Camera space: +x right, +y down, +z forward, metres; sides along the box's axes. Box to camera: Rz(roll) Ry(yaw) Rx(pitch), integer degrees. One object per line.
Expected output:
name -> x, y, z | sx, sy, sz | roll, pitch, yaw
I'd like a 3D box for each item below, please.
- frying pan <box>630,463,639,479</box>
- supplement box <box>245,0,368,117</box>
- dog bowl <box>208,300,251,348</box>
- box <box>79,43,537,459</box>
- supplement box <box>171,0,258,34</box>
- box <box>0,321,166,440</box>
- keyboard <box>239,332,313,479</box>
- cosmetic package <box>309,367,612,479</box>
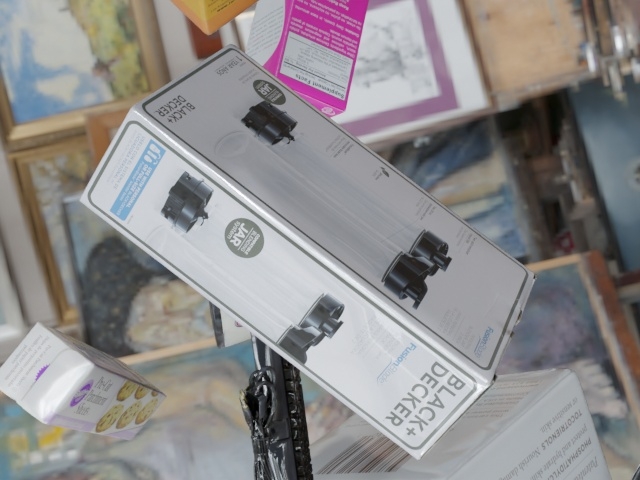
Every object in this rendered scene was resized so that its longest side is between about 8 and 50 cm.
frying pan -> 0.507, 0.280, 1.424 | 0.326, 0.197, 0.053 | -63, -2, -1
supplement box -> -0.019, -0.270, 1.476 | 0.111, 0.114, 0.220 | -12, 62, 58
dog bowl -> -0.118, -0.033, 1.872 | 0.408, 0.150, 0.408 | 174, 90, -86
box -> 0.000, 0.000, 0.806 | 0.087, 0.290, 0.169 | -54, -1, 31
supplement box -> -0.105, -0.293, 1.020 | 0.078, 0.080, 0.233 | 45, 162, 20
box -> -0.215, 0.139, 1.079 | 0.063, 0.067, 0.324 | 36, 171, 10
keyboard -> -0.035, 0.167, 1.070 | 0.201, 0.033, 0.317 | -73, -22, -63
cosmetic package -> 0.185, 0.420, 1.517 | 0.329, 0.327, 0.393 | -12, 101, 42
